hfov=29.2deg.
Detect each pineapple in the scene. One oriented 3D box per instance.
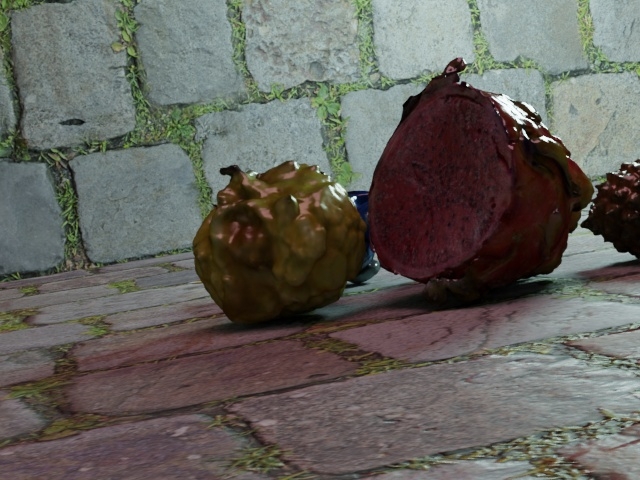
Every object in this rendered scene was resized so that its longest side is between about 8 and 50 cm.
[{"bbox_3d":[0.466,-0.044,1.773,0.193,0.166,0.166,-17,-1,31],"label":"pineapple"}]

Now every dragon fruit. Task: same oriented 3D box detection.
[{"bbox_3d":[0.251,-0.056,1.700,0.262,0.314,0.296,19,8,-38],"label":"dragon fruit"}]

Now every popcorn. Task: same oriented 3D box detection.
[{"bbox_3d":[-0.059,-0.002,1.708,0.249,0.225,0.249,-14,13,3],"label":"popcorn"}]

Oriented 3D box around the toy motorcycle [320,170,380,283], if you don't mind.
[{"bbox_3d":[0.016,0.018,1.992,0.182,0.241,0.319,33,-18,-19],"label":"toy motorcycle"}]
